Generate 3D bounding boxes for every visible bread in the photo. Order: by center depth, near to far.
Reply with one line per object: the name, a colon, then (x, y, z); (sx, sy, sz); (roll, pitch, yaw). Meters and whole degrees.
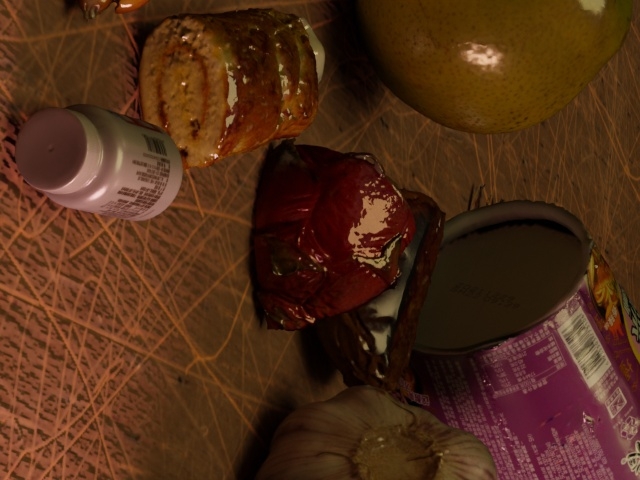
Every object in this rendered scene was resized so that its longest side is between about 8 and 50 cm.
bread: (-0.075, -0.131, 1.603); (0.172, 0.103, 0.132); (-19, 104, -62)

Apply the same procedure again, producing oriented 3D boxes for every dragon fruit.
dragon fruit: (0.002, 0.000, 1.788); (0.127, 0.120, 0.161); (56, 48, -47)

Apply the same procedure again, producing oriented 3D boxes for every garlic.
garlic: (0.032, 0.288, 1.829); (0.245, 0.245, 0.253); (-55, 174, -51)

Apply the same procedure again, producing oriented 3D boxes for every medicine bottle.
medicine bottle: (-0.168, -0.060, 1.424); (0.140, 0.079, 0.079); (13, 81, -66)

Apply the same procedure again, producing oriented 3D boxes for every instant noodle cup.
instant noodle cup: (0.217, 0.133, 2.103); (0.266, 0.340, 0.340); (62, 37, -32)

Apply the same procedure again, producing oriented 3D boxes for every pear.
pear: (0.171, -0.254, 1.953); (0.294, 0.294, 0.294); (3, 90, -67)

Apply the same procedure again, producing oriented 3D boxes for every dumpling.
dumpling: (-0.024, -0.170, 1.800); (0.059, 0.043, 0.077); (-25, 133, -46)

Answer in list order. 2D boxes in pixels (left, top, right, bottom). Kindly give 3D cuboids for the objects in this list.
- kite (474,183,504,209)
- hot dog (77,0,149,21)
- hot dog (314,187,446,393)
kite: (0.190, 0.068, 2.375); (0.152, 0.015, 0.285); (44, 56, -64)
hot dog: (-0.145, -0.275, 1.472); (0.092, 0.062, 0.235); (38, 63, -45)
hot dog: (0.061, 0.049, 1.951); (0.227, 0.099, 0.160); (-65, 151, -30)
